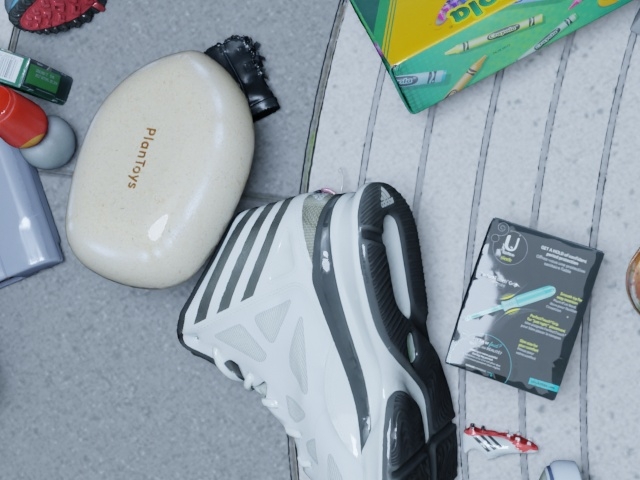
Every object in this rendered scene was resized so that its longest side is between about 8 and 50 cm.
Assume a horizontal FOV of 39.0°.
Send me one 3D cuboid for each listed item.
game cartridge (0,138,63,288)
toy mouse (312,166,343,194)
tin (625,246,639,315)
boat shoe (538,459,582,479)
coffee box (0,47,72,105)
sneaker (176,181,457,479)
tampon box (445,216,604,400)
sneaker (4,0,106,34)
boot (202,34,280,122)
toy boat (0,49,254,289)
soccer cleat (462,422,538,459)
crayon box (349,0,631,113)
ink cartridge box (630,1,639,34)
[{"bbox_3d":[-0.478,-0.013,1.110,0.294,0.060,0.196,-22,80,7],"label":"game cartridge"},{"bbox_3d":[0.000,0.000,1.038,0.143,0.031,0.161,-8,85,9],"label":"toy mouse"},{"bbox_3d":[0.404,0.011,0.951,0.106,0.040,0.190,39,97,35],"label":"tin"},{"bbox_3d":[0.239,0.382,0.941,0.094,0.109,0.303,-2,89,11],"label":"boat shoe"},{"bbox_3d":[-0.405,-0.215,1.078,0.184,0.113,0.041,19,91,11],"label":"coffee box"},{"bbox_3d":[-0.006,0.167,0.989,0.257,0.169,0.448,-4,98,31],"label":"sneaker"},{"bbox_3d":[0.214,0.071,0.963,0.120,0.101,0.161,19,89,9],"label":"tampon box"},{"bbox_3d":[-0.290,-0.364,1.089,0.262,0.104,0.125,-48,63,0],"label":"sneaker"},{"bbox_3d":[-0.114,-0.179,1.062,0.121,0.045,0.099,-25,83,4],"label":"boot"},{"bbox_3d":[-0.222,-0.094,1.004,0.318,0.148,0.268,18,79,18],"label":"toy boat"},{"bbox_3d":[0.197,0.227,0.996,0.083,0.029,0.036,10,97,13],"label":"soccer cleat"},{"bbox_3d":[0.181,-0.272,0.964,0.278,0.081,0.165,-27,51,7],"label":"crayon box"},{"bbox_3d":[0.448,-0.328,0.807,0.160,0.384,0.279,28,92,7],"label":"ink cartridge box"}]
